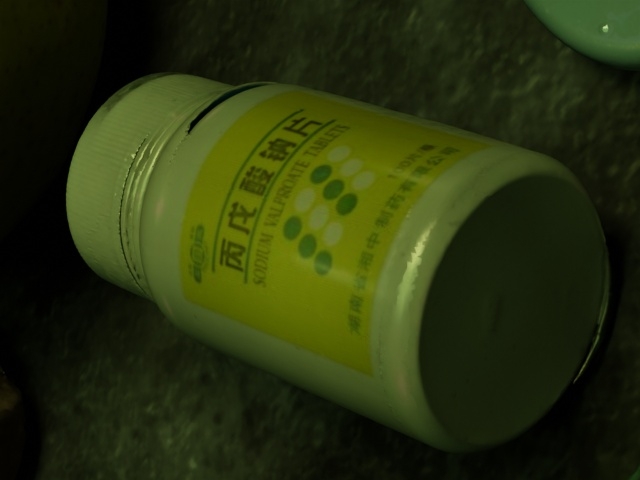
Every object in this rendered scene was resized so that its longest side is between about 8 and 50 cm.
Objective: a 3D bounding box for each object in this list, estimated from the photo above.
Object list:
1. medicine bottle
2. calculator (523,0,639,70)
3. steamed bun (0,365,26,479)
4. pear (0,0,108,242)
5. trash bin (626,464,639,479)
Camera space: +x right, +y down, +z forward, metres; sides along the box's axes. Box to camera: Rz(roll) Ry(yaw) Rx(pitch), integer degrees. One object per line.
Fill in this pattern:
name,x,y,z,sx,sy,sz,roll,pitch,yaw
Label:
medicine bottle,0.000,0.000,0.888,0.258,0.143,0.143,19,97,44
calculator,0.138,-0.223,0.862,0.188,0.042,0.302,-32,66,36
steamed bun,-0.339,0.135,1.144,0.301,0.199,0.251,30,104,41
pear,-0.304,-0.163,1.043,0.362,0.362,0.418,-2,111,43
trash bin,0.264,0.121,0.441,0.381,0.259,0.295,37,128,12
